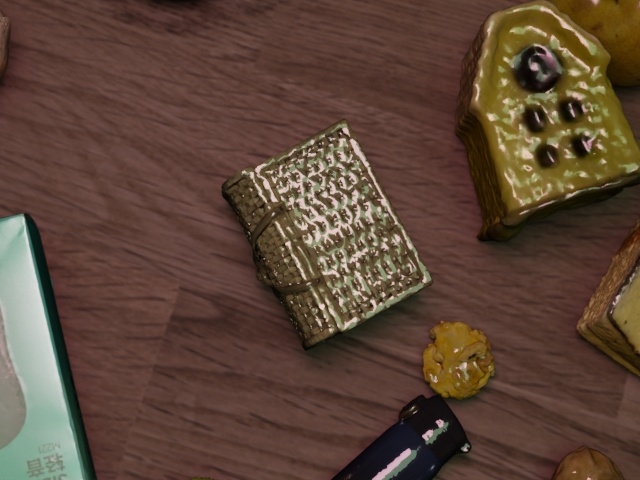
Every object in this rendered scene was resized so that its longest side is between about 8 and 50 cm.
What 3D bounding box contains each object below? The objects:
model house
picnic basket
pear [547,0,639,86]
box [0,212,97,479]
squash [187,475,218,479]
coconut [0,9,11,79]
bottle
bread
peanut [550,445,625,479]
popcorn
[{"bbox_3d":[0.214,-0.132,1.391,0.174,0.193,0.234,-23,84,-2],"label":"model house"},{"bbox_3d":[0.000,0.000,1.388,0.154,0.134,0.196,-29,87,-6],"label":"picnic basket"},{"bbox_3d":[0.331,-0.264,1.418,0.200,0.200,0.200,1,83,-5],"label":"pear"},{"bbox_3d":[-0.357,0.144,1.350,0.205,0.118,0.311,-13,84,-4],"label":"box"},{"bbox_3d":[-0.205,0.306,1.337,0.287,0.137,0.137,-5,83,18],"label":"squash"},{"bbox_3d":[-0.439,-0.224,1.345,0.224,0.224,0.234,-44,89,-8],"label":"coconut"},{"bbox_3d":[0.049,0.261,1.391,0.244,0.072,0.082,-39,85,-8],"label":"bottle"},{"bbox_3d":[0.412,0.041,1.413,0.178,0.135,0.240,35,80,0],"label":"bread"},{"bbox_3d":[0.285,0.329,1.386,0.095,0.108,0.226,-1,82,0],"label":"peanut"},{"bbox_3d":[0.157,0.130,1.427,0.084,0.084,0.084,1,83,-5],"label":"popcorn"}]
